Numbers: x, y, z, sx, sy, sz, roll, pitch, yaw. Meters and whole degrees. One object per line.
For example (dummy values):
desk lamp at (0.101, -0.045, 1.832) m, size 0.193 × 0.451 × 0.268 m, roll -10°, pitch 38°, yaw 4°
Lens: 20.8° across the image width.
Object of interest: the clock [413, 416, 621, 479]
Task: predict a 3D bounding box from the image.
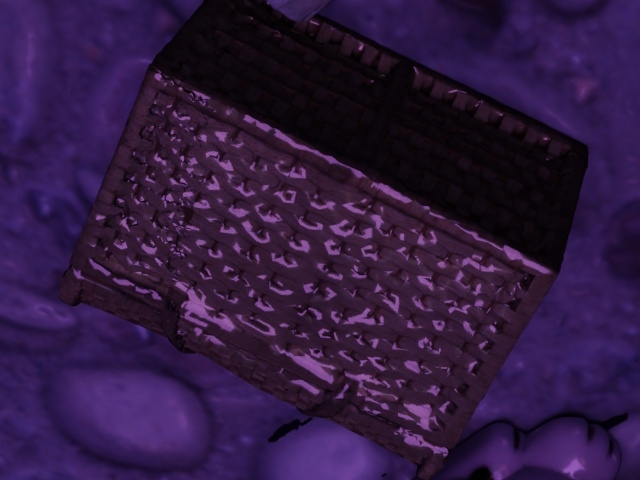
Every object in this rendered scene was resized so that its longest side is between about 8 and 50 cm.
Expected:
clock at (0.107, 0.227, 0.843) m, size 0.189 × 0.254 × 0.188 m, roll 5°, pitch 117°, yaw 9°

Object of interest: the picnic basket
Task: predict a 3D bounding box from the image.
picnic basket at (0.000, 0.000, 0.803) m, size 0.196 × 0.134 × 0.154 m, roll 26°, pitch 120°, yaw -2°

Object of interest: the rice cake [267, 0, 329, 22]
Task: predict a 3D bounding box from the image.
rice cake at (-0.076, -0.194, 0.760) m, size 0.245 × 0.042 × 0.045 m, roll 45°, pitch 124°, yaw -14°
